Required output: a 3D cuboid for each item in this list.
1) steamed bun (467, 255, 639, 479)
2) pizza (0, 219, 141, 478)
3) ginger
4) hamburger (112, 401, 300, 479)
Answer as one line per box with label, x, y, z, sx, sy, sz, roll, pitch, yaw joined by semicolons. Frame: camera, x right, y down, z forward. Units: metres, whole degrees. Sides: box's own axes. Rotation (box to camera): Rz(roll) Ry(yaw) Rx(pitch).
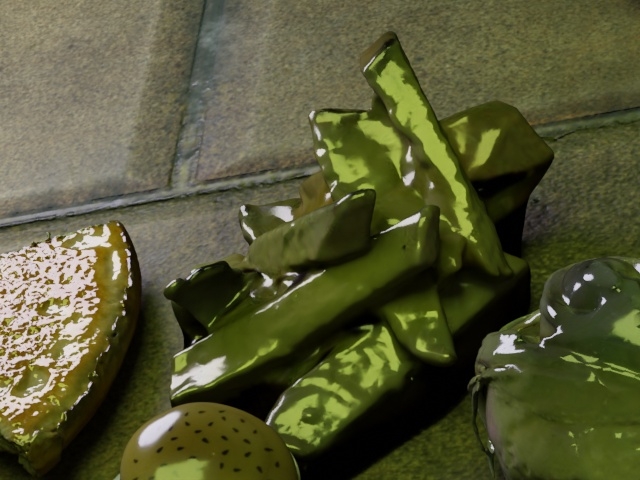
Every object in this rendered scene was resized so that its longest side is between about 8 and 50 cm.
steamed bun;0.262;0.106;1.522;0.280;0.207;0.268;-23;38;-7
pizza;-0.287;0.104;1.842;0.223;0.089;0.323;0;40;13
ginger;0.000;0.000;1.755;0.358;0.211;0.413;11;48;35
hamburger;-0.093;0.212;1.565;0.175;0.137;0.175;3;53;-4
